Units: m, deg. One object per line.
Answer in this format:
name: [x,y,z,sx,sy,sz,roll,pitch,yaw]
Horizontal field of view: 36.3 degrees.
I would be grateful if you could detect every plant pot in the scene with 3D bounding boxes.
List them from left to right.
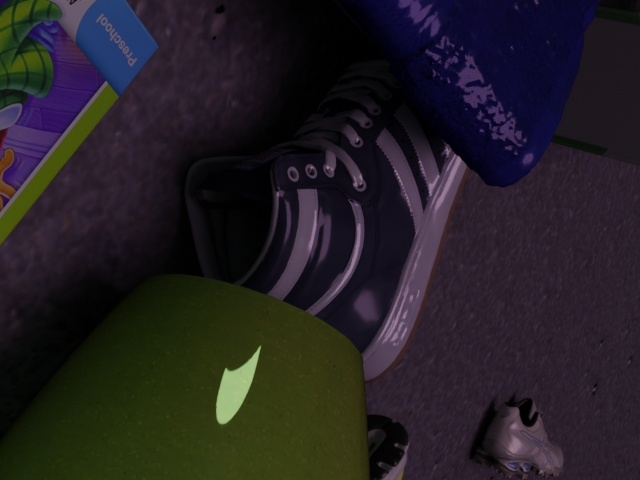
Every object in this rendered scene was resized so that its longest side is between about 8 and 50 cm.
plant pot: [-0.085,0.177,0.504,0.275,0.275,0.293,51,51,-53]

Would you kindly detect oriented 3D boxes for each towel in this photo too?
towel: [0.056,-0.206,0.538,0.308,0.076,0.228,45,63,-32]

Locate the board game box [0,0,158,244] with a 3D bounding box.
board game box: [-0.220,-0.095,0.283,0.233,0.078,0.347,-56,145,-17]

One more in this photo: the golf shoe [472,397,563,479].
golf shoe: [0.243,0.226,1.126,0.176,0.069,0.086,17,89,-57]

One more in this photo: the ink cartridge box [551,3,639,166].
ink cartridge box: [0.321,-0.142,0.891,0.289,0.211,0.121,-12,117,-52]

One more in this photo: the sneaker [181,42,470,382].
sneaker: [0.014,-0.066,0.608,0.153,0.099,0.282,27,71,-38]

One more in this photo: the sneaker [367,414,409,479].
sneaker: [0.009,0.241,0.794,0.208,0.081,0.094,-40,140,-36]
